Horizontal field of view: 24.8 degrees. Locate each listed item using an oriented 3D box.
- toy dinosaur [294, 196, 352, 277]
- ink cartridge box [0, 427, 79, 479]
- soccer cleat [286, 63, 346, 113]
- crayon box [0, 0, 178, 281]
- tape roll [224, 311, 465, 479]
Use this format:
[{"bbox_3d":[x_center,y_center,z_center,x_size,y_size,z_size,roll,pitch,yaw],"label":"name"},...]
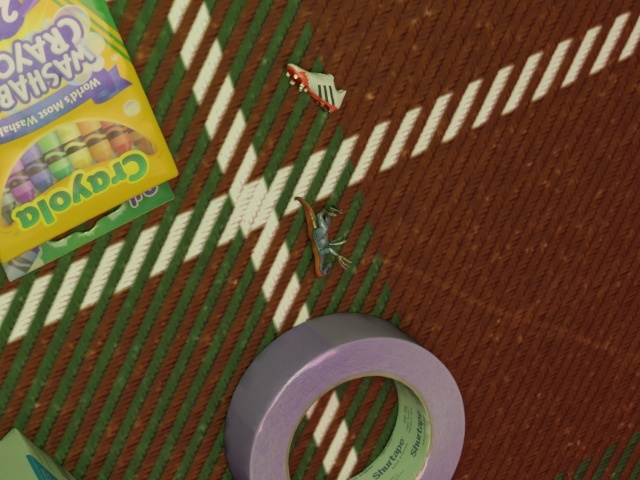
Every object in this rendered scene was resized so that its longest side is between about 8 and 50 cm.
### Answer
[{"bbox_3d":[0.000,0.000,1.657,0.090,0.047,0.082,25,108,3],"label":"toy dinosaur"},{"bbox_3d":[-0.272,0.315,1.566,0.086,0.148,0.203,-45,119,-5],"label":"ink cartridge box"},{"bbox_3d":[-0.005,-0.173,1.590,0.083,0.029,0.035,40,80,-33],"label":"soccer cleat"},{"bbox_3d":[-0.278,-0.124,1.448,0.203,0.083,0.323,-28,118,-13],"label":"crayon box"},{"bbox_3d":[0.030,0.227,1.710,0.275,0.090,0.274,-8,110,-22],"label":"tape roll"}]
